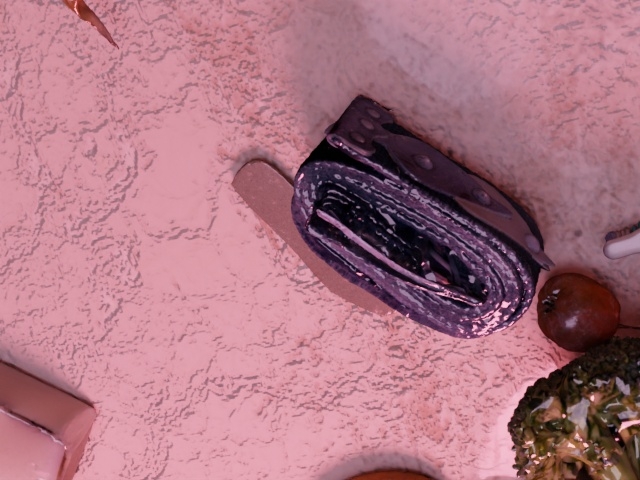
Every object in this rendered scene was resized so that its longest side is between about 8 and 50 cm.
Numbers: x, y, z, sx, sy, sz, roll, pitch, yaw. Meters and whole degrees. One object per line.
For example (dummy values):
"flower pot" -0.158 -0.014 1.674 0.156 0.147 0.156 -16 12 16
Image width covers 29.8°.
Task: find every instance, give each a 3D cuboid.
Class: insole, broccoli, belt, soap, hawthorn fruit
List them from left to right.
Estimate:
"soap" -0.335 0.191 1.234 0.183 0.064 0.121 26 121 2
"insole" 0.000 0.000 1.072 0.192 0.010 0.063 42 119 -7
"belt" 0.077 -0.004 0.980 0.218 0.128 0.122 31 121 -1
"hawthorn fruit" 0.232 0.066 1.022 0.103 0.067 0.067 18 124 -26
"broccoli" 0.265 0.164 0.977 0.198 0.226 0.176 -43 72 39

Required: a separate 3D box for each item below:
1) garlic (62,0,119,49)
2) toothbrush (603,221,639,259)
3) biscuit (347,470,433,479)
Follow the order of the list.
"garlic" -0.189 -0.258 0.951 0.128 0.090 0.198 21 116 -10
"toothbrush" 0.368 -0.037 0.940 0.304 0.030 0.030 -19 110 23
"biscuit" 0.119 0.323 1.191 0.289 0.044 0.202 10 119 13
